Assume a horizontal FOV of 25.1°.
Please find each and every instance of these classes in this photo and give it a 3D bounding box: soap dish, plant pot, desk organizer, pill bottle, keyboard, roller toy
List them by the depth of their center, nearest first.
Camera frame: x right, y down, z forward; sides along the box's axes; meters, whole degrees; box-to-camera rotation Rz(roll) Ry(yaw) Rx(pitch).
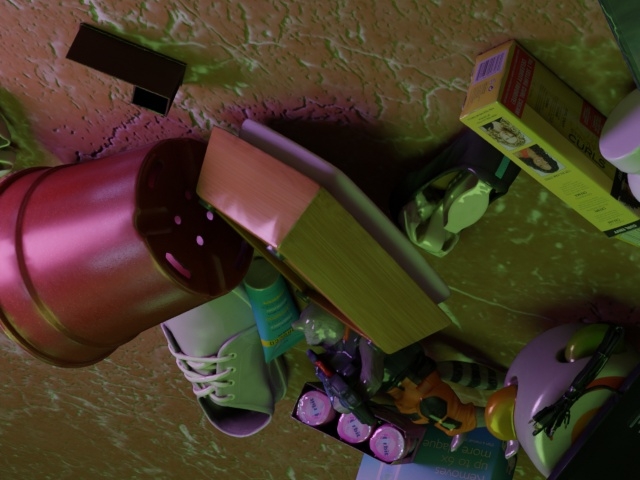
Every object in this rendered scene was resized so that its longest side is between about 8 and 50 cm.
[{"bbox_3d":[0.379,-0.063,1.415,0.208,0.118,0.117,32,150,-22],"label":"pill bottle"},{"bbox_3d":[-0.224,-0.193,1.637,0.130,0.050,0.047,21,152,-3],"label":"desk organizer"},{"bbox_3d":[0.000,0.000,1.685,0.229,0.118,0.291,33,171,48],"label":"soap dish"},{"bbox_3d":[0.372,0.189,1.733,0.201,0.317,0.033,30,-168,-27],"label":"keyboard"},{"bbox_3d":[-0.242,0.003,1.802,0.265,0.272,0.272,-17,135,38],"label":"plant pot"},{"bbox_3d":[0.334,0.209,1.831,0.191,0.209,0.146,37,-170,-21],"label":"roller toy"}]

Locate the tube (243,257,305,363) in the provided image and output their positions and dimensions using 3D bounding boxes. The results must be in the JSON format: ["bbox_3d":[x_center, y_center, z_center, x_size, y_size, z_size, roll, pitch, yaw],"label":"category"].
[{"bbox_3d":[-0.065,0.102,2.052,0.052,0.080,0.207,55,170,34],"label":"tube"}]

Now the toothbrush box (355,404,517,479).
[{"bbox_3d":[0.162,0.425,2.231,0.216,0.296,0.126,7,150,23],"label":"toothbrush box"}]

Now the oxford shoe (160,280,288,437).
[{"bbox_3d":[-0.153,0.164,2.149,0.169,0.130,0.449,10,149,21],"label":"oxford shoe"}]

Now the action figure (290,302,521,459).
[{"bbox_3d":[0.103,0.180,2.046,0.330,0.178,0.341,34,179,-14],"label":"action figure"}]

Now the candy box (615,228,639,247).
[{"bbox_3d":[0.441,0.004,1.591,0.205,0.027,0.105,22,150,-5],"label":"candy box"}]

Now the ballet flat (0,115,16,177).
[{"bbox_3d":[-0.444,-0.124,1.890,0.079,0.077,0.221,0,151,-4],"label":"ballet flat"}]

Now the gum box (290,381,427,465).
[{"bbox_3d":[0.064,0.280,2.195,0.188,0.062,0.107,24,-176,22],"label":"gum box"}]

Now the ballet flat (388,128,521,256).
[{"bbox_3d":[0.140,-0.045,1.622,0.095,0.096,0.280,23,152,-10],"label":"ballet flat"}]

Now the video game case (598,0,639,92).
[{"bbox_3d":[0.373,-0.154,1.240,0.196,0.026,0.274,-19,126,20],"label":"video game case"}]

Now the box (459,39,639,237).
[{"bbox_3d":[0.248,-0.101,1.468,0.232,0.087,0.058,36,146,-25],"label":"box"}]
